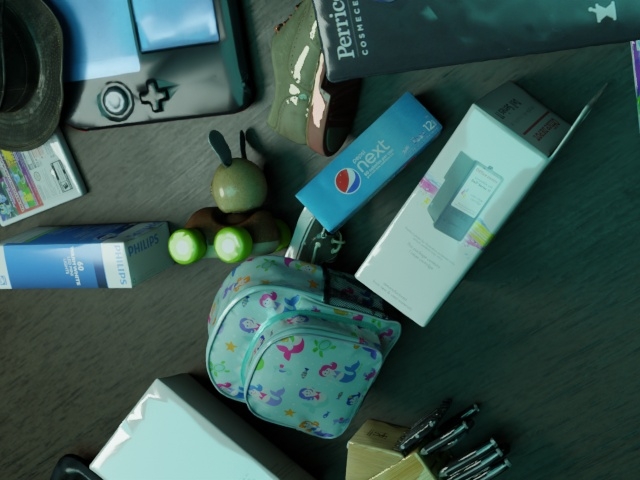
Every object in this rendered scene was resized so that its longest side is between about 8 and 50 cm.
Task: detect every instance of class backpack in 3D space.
[{"bbox_3d":[-0.036,0.147,1.567,0.254,0.191,0.225,22,118,-10],"label":"backpack"}]

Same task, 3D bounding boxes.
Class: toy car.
[{"bbox_3d":[-0.135,-0.068,1.618,0.149,0.155,0.188,-2,95,24],"label":"toy car"}]

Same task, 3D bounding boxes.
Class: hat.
[{"bbox_3d":[-0.545,-0.281,1.696,0.331,0.134,0.331,14,114,33],"label":"hat"}]

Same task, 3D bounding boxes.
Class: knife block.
[{"bbox_3d":[0.160,0.367,1.647,0.242,0.088,0.275,12,109,21],"label":"knife block"}]

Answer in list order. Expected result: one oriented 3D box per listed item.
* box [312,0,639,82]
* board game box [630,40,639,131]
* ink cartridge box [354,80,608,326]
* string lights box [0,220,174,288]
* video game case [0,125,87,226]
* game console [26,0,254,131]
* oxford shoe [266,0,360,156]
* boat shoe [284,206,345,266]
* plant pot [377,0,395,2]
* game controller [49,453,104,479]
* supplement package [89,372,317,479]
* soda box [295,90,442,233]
[{"bbox_3d":[0.223,-0.463,1.238,0.472,0.297,0.479,-4,109,26],"label":"box"},{"bbox_3d":[0.465,-0.135,1.332,0.142,0.144,0.275,-4,104,24],"label":"board game box"},{"bbox_3d":[0.209,-0.079,1.425,0.119,0.207,0.353,38,116,8],"label":"ink cartridge box"},{"bbox_3d":[-0.380,0.023,1.754,0.260,0.133,0.076,-1,104,24],"label":"string lights box"},{"bbox_3d":[-0.494,-0.142,1.818,0.184,0.023,0.201,-18,99,27],"label":"video game case"},{"bbox_3d":[-0.283,-0.364,1.639,0.342,0.060,0.386,-3,105,25],"label":"game console"},{"bbox_3d":[-0.011,-0.293,1.508,0.130,0.123,0.348,19,111,23],"label":"oxford shoe"},{"bbox_3d":[0.000,0.000,1.619,0.070,0.078,0.219,30,122,12],"label":"boat shoe"},{"bbox_3d":[0.094,-0.367,1.032,0.236,0.236,0.212,-27,104,30],"label":"plant pot"},{"bbox_3d":[-0.348,0.505,1.921,0.319,0.067,0.166,36,119,9],"label":"game controller"},{"bbox_3d":[-0.172,0.364,1.717,0.293,0.175,0.177,38,93,9],"label":"supplement package"},{"bbox_3d":[0.067,-0.105,1.513,0.210,0.067,0.071,-43,85,2],"label":"soda box"}]
